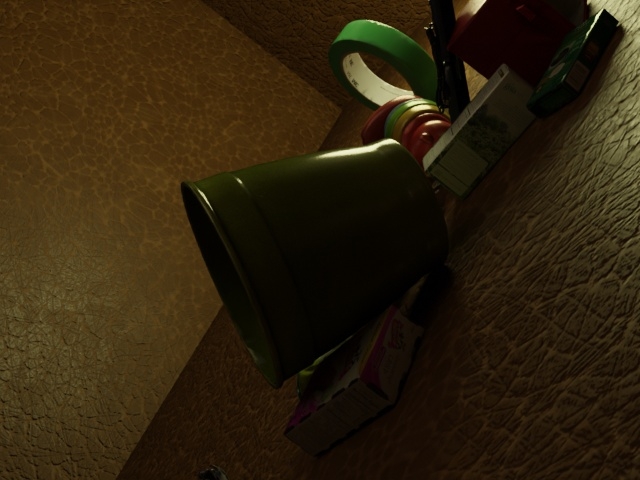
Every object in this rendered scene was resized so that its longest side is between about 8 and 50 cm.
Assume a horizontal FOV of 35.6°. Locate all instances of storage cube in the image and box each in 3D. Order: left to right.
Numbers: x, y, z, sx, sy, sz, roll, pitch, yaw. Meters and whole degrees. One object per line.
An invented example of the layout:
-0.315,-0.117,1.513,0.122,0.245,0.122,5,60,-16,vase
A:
0.385,-0.424,1.944,0.193,0.184,0.215,-49,10,34,storage cube

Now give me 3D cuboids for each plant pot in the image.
0.007,0.003,1.643,0.353,0.366,0.366,-25,3,-12,plant pot

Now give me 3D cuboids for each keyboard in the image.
0.248,-0.345,1.961,0.033,0.317,0.201,-11,-2,22,keyboard

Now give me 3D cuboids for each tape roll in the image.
0.174,-0.450,2.679,0.077,0.321,0.321,-56,9,-19,tape roll

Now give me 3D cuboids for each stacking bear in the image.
0.219,-0.214,2.125,0.164,0.175,0.289,-58,17,8,stacking bear

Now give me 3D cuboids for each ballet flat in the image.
0.017,0.210,1.785,0.077,0.077,0.231,-30,16,25,ballet flat

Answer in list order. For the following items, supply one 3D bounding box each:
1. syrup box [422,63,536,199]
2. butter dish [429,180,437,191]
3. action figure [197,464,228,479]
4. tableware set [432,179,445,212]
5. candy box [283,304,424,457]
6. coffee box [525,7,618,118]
0.297,-0.198,1.819,0.237,0.093,0.096,-51,9,17,syrup box
0.139,-0.067,2.046,0.160,0.160,0.118,-62,-10,-48,butter dish
-0.221,0.497,1.814,0.185,0.099,0.285,-62,8,-20,action figure
0.242,-0.095,1.944,0.104,0.024,0.154,-39,15,46,tableware set
0.049,0.221,1.553,0.233,0.071,0.159,-44,12,45,candy box
0.430,-0.302,1.701,0.184,0.040,0.113,-58,10,-25,coffee box
